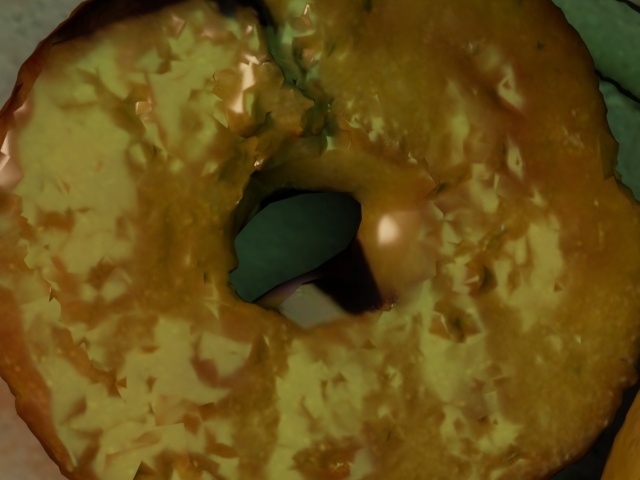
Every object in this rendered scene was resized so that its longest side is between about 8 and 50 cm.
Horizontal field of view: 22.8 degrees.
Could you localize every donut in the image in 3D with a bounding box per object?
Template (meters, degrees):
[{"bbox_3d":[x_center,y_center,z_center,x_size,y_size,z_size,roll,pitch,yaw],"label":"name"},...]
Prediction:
[{"bbox_3d":[-0.002,0.002,0.583,0.254,0.118,0.253,0,88,-12],"label":"donut"}]

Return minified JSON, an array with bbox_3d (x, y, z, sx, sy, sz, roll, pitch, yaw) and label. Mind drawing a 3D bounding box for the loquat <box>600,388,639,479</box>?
[{"bbox_3d":[0.231,0.109,0.569,0.275,0.275,0.274,0,88,-15],"label":"loquat"}]
